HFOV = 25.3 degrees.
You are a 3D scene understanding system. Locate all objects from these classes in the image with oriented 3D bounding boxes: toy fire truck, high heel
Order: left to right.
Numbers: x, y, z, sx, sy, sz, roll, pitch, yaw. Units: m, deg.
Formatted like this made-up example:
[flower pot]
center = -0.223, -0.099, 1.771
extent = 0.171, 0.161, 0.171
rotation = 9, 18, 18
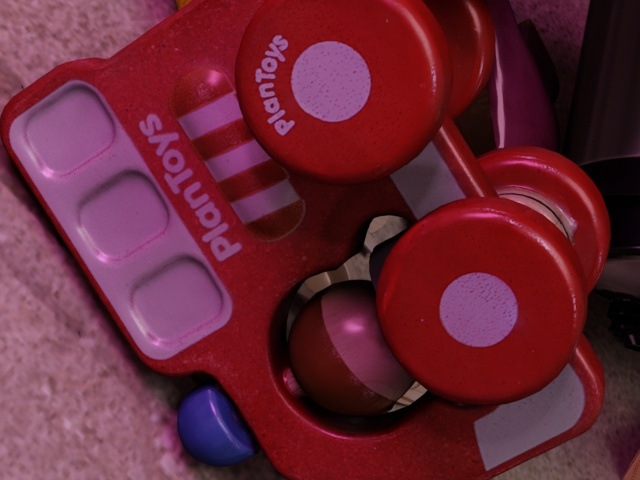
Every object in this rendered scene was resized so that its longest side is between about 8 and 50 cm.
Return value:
[toy fire truck]
center = 0.000, 0.000, 0.755
extent = 0.302, 0.254, 0.169
rotation = 59, 21, -5
[high heel]
center = 0.051, -0.183, 0.957
extent = 0.377, 0.127, 0.181
rotation = 49, 35, -19

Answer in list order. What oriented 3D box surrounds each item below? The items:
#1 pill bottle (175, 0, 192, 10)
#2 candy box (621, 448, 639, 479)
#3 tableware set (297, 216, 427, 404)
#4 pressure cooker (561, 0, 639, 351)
[pill bottle]
center = -0.021, -0.124, 0.877
extent = 0.118, 0.118, 0.208
rotation = -8, 76, -45
[candy box]
center = 0.326, 0.194, 1.036
extent = 0.187, 0.053, 0.109
rotation = 37, 40, 21
[tableware set]
center = 0.041, 0.019, 0.937
extent = 0.141, 0.020, 0.168
rotation = 38, 49, -23
[pressure cooker]
center = 0.356, -0.071, 1.003
extent = 0.370, 0.375, 0.420
rotation = 17, 80, -24
